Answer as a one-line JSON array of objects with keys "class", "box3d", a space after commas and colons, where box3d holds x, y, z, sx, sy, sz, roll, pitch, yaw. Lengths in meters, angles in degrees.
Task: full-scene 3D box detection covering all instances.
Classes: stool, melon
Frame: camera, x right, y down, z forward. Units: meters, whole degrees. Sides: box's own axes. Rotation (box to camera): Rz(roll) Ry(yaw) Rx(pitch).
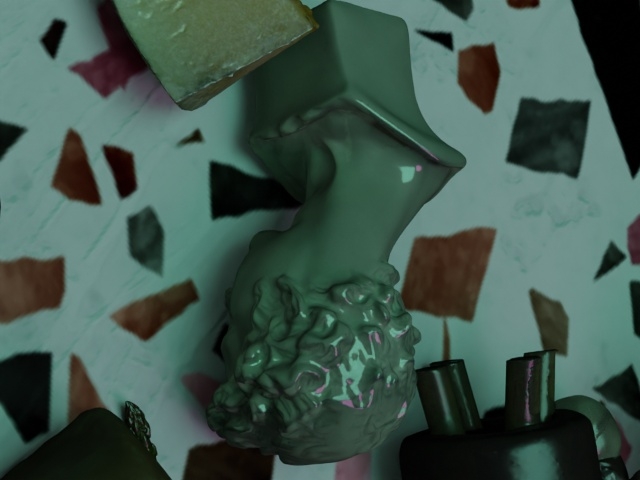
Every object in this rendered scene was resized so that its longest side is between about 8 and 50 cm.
[{"class": "stool", "box3d": [0.132, 0.132, 1.171, 0.217, 0.125, 0.121, -2, 84, -45]}, {"class": "melon", "box3d": [-0.092, -0.172, 1.072, 0.098, 0.054, 0.182, -36, 89, 0]}]

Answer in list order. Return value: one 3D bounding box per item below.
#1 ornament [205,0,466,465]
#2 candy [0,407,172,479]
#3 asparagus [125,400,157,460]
[{"class": "ornament", "box3d": [0.013, -0.005, 1.094, 0.120, 0.130, 0.285, 23, 72, -37]}, {"class": "candy", "box3d": [-0.091, 0.210, 1.005, 0.104, 0.102, 0.234, -39, 110, -17]}, {"class": "asparagus", "box3d": [-0.097, 0.148, 1.068, 0.014, 0.015, 0.114, -15, 92, -2]}]
